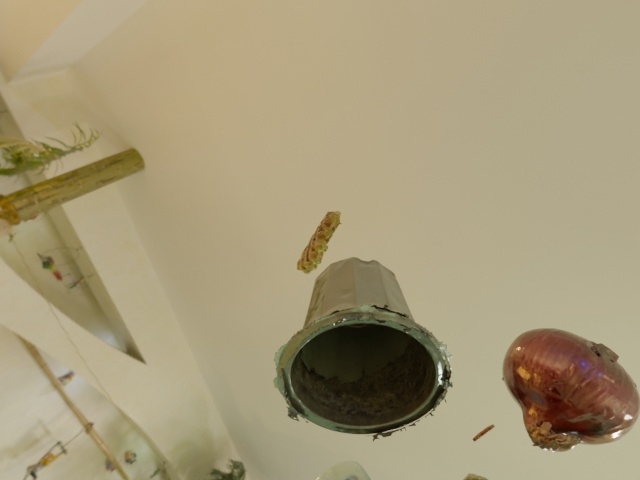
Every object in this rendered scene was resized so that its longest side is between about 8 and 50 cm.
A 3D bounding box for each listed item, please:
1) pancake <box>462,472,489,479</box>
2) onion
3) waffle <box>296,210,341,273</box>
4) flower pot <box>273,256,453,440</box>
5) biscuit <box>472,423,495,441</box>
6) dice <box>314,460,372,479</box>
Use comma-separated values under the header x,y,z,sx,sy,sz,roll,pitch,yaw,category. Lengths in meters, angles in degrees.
x,y,z,sx,sy,sz,roll,pitch,yaw,category
0.382,0.661,0.903,0.254,0.037,0.253,179,-90,-72,pancake
0.698,0.410,1.134,0.354,0.354,0.353,22,-49,27,onion
-0.001,0.000,1.391,0.056,0.253,0.249,32,-8,-8,waffle
0.075,0.169,0.741,0.291,0.259,0.290,2,-61,3,flower pot
0.550,0.652,1.364,0.091,0.078,0.015,-52,-127,22,biscuit
0.119,1.072,1.581,0.265,0.263,0.267,26,-37,64,dice
